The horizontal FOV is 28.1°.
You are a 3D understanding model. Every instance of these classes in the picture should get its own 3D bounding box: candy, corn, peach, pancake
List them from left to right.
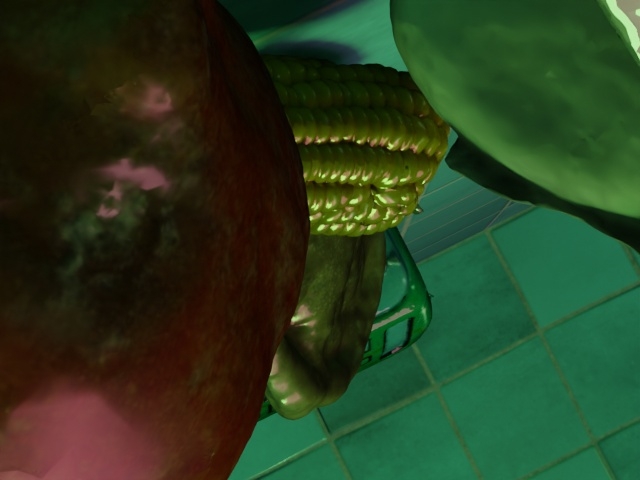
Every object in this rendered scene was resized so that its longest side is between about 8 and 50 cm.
[{"bbox_3d":[-0.104,-0.009,0.398,0.256,0.232,0.232,-34,170,35],"label":"peach"},{"bbox_3d":[-0.062,-0.043,0.634,0.313,0.102,0.102,-8,162,-39],"label":"corn"},{"bbox_3d":[0.001,0.000,0.833,0.042,0.236,0.222,7,-161,19],"label":"pancake"},{"bbox_3d":[0.245,-0.100,0.637,0.426,0.186,0.386,8,-158,10],"label":"candy"}]

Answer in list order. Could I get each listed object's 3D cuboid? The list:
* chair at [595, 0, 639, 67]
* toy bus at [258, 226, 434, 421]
[{"bbox_3d":[0.114,-0.145,0.366,0.203,0.191,0.274,-31,143,25],"label":"chair"},{"bbox_3d":[-0.069,0.071,1.197,0.343,0.184,0.199,-26,169,-10],"label":"toy bus"}]
